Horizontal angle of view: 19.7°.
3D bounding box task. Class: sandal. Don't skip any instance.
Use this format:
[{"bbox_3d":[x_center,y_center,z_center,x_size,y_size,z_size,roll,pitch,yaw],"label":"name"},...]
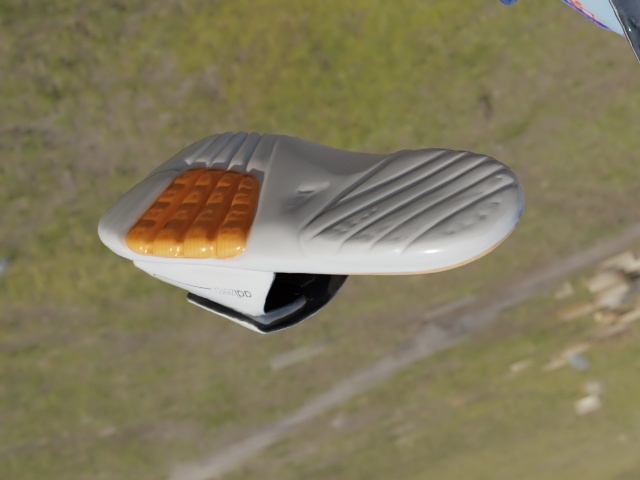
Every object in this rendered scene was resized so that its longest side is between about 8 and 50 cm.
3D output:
[{"bbox_3d":[-0.006,0.006,0.889,0.265,0.076,0.102,8,-139,47],"label":"sandal"}]

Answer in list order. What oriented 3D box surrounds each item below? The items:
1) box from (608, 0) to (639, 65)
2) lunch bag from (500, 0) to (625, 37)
[{"bbox_3d":[0.184,-0.077,0.588,0.158,0.156,0.093,-21,-160,20],"label":"box"},{"bbox_3d":[0.123,-0.244,1.055,0.138,0.221,0.293,-40,150,-29],"label":"lunch bag"}]
